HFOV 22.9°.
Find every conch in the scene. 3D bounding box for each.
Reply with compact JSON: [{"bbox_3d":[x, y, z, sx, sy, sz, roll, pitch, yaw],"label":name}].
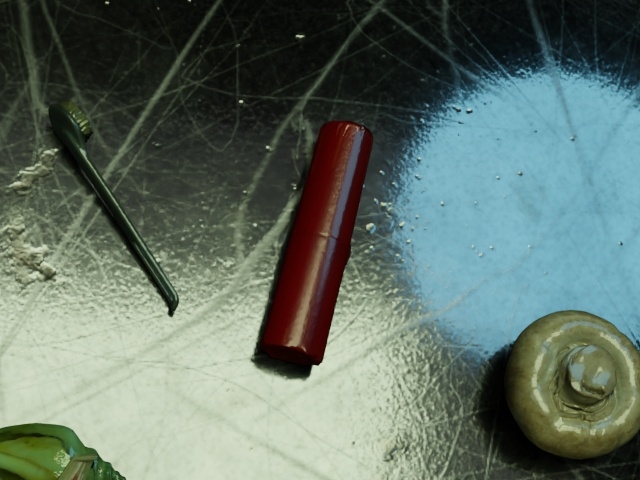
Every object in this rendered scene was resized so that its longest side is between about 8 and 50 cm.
[{"bbox_3d":[-0.295,0.233,1.611,0.201,0.079,0.095,-5,48,-3],"label":"conch"}]

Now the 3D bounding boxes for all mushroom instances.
[{"bbox_3d":[0.285,0.158,1.738,0.166,0.127,0.166,5,75,-17],"label":"mushroom"}]

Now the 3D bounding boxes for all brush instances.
[{"bbox_3d":[-0.222,-0.039,1.739,0.027,0.062,0.266,-30,85,-26],"label":"brush"}]

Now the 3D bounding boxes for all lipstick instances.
[{"bbox_3d":[0.000,0.000,1.760,0.073,0.073,0.279,17,70,-6],"label":"lipstick"}]

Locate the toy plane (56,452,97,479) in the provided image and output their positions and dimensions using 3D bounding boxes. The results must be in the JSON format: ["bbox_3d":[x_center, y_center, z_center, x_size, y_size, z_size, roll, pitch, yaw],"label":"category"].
[{"bbox_3d":[-0.259,0.332,1.563,0.256,0.104,0.242,-9,105,-4],"label":"toy plane"}]
